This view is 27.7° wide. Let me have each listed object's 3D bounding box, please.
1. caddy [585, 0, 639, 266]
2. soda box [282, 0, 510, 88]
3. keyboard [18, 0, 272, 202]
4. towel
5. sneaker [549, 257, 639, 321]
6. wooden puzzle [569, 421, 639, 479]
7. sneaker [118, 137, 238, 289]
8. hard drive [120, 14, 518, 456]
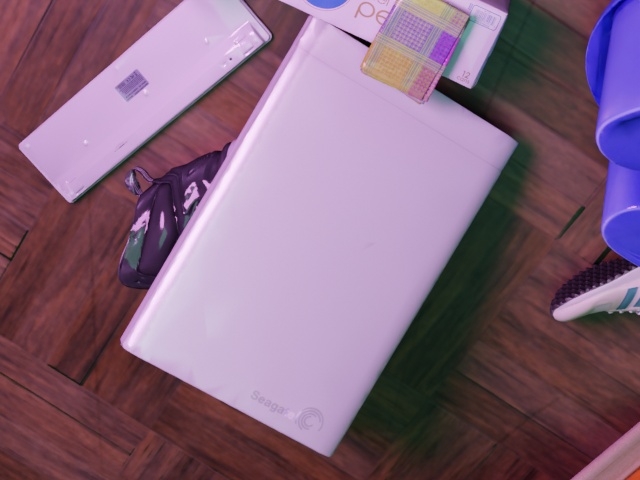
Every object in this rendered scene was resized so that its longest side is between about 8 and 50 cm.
[{"bbox_3d":[0.355,-0.085,0.942,0.341,0.179,0.241,10,148,21],"label":"caddy"},{"bbox_3d":[0.041,-0.203,1.030,0.216,0.074,0.069,25,116,-1],"label":"soda box"},{"bbox_3d":[-0.158,-0.129,1.138,0.256,0.014,0.072,-36,98,22],"label":"keyboard"},{"bbox_3d":[0.072,-0.151,1.000,0.060,0.009,0.083,27,117,-1],"label":"towel"},{"bbox_3d":[0.278,0.048,1.106,0.161,0.057,0.075,-27,101,18],"label":"sneaker"},{"bbox_3d":[0.305,0.281,1.161,0.238,0.044,0.221,-35,106,-8],"label":"wooden puzzle"},{"bbox_3d":[-0.088,0.045,1.156,0.153,0.101,0.269,-8,106,15],"label":"sneaker"},{"bbox_3d":[0.000,0.000,1.070,0.203,0.040,0.308,30,93,-14],"label":"hard drive"}]
